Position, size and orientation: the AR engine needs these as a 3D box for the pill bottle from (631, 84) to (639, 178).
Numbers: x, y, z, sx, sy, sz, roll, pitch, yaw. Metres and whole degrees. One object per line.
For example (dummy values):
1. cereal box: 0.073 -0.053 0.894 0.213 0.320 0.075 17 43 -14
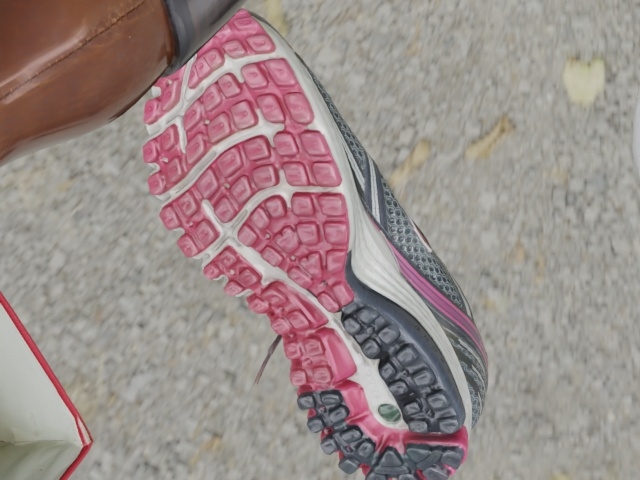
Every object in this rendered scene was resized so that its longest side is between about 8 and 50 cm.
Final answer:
1. pill bottle: 0.318 -0.010 1.000 0.176 0.176 0.318 -35 138 18

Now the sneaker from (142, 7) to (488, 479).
1. sneaker: 0.000 0.000 1.046 0.121 0.112 0.299 -18 109 29

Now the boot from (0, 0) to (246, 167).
1. boot: -0.183 -0.015 0.551 0.264 0.280 0.096 8 131 44

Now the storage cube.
1. storage cube: -0.338 0.155 1.449 0.193 0.183 0.215 -6 125 36
